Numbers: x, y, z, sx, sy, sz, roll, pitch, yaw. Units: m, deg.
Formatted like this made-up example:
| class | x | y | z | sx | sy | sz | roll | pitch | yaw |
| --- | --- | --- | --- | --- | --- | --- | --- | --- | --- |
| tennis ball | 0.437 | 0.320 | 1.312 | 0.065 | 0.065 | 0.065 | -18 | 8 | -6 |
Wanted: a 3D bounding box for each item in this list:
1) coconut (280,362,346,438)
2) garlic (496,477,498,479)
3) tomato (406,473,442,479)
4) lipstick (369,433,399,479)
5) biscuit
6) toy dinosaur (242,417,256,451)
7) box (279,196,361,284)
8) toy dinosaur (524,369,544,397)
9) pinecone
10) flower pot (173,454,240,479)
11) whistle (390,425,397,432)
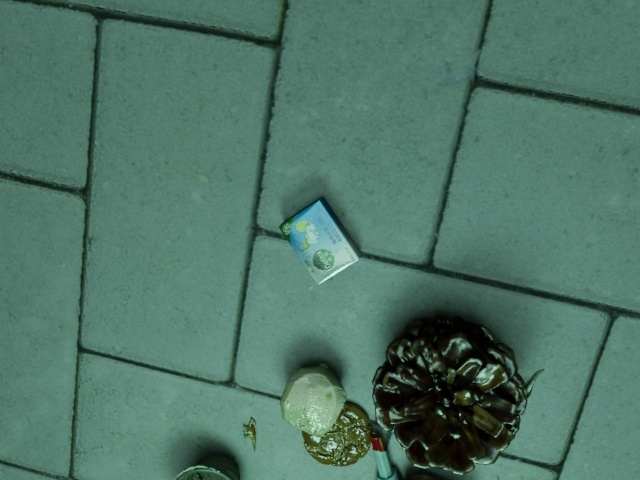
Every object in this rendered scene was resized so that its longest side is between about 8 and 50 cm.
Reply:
| class | x | y | z | sx | sy | sz | roll | pitch | yaw |
| --- | --- | --- | --- | --- | --- | --- | --- | --- | --- |
| coconut | -0.018 | 0.440 | 1.510 | 0.194 | 0.194 | 0.195 | 2 | 104 | 8 |
| garlic | 0.635 | 0.783 | 1.544 | 0.148 | 0.128 | 0.267 | -27 | 88 | 2 |
| tomato | 0.310 | 0.758 | 1.544 | 0.213 | 0.155 | 0.181 | 20 | 106 | -26 |
| lipstick | 0.196 | 0.693 | 1.591 | 0.061 | 0.068 | 0.274 | 2 | 112 | 51 |
| biscuit | 0.050 | 0.584 | 1.604 | 0.225 | 0.042 | 0.226 | 2 | 103 | 8 |
| toy dinosaur | -0.220 | 0.605 | 1.657 | 0.041 | 0.026 | 0.114 | -1 | 95 | -8 |
| box | 0.000 | -0.001 | 1.451 | 0.139 | 0.073 | 0.194 | -33 | 97 | 14 |
| toy dinosaur | 0.555 | 0.425 | 1.490 | 0.058 | 0.037 | 0.180 | 24 | 115 | -22 |
| pinecone | 0.323 | 0.396 | 1.351 | 0.397 | 0.398 | 0.398 | 2 | 104 | 8 |
| flower pot | -0.335 | 0.763 | 1.657 | 0.235 | 0.140 | 0.236 | 2 | 106 | 7 |
| whistle | 0.249 | 0.494 | 1.529 | 0.090 | 0.090 | 0.158 | 37 | 107 | -1 |
